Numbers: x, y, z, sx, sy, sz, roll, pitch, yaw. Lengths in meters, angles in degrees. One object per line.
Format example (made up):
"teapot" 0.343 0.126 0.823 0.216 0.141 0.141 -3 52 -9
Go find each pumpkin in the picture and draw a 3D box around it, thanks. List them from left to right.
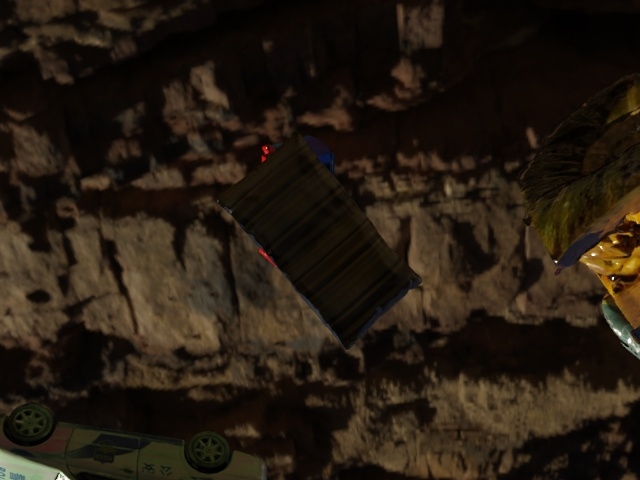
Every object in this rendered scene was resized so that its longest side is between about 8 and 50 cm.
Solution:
"pumpkin" 0.247 -0.007 0.728 0.139 0.190 0.280 -37 -170 18

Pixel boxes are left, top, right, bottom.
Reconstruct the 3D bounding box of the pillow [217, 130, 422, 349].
"pillow" 0.000 0.000 1.009 0.113 0.038 0.203 -41 -84 -15

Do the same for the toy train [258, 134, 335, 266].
"toy train" -0.046 -0.061 1.642 0.131 0.204 0.083 -20 -142 -29

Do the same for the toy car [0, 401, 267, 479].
"toy car" -0.156 0.192 0.775 0.224 0.090 0.076 11 -133 -9

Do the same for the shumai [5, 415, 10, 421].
"shumai" -0.419 0.266 0.924 0.346 0.283 0.217 -3 -98 52

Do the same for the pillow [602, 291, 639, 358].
"pillow" 0.482 0.088 1.378 0.214 0.086 0.233 22 -128 -4
